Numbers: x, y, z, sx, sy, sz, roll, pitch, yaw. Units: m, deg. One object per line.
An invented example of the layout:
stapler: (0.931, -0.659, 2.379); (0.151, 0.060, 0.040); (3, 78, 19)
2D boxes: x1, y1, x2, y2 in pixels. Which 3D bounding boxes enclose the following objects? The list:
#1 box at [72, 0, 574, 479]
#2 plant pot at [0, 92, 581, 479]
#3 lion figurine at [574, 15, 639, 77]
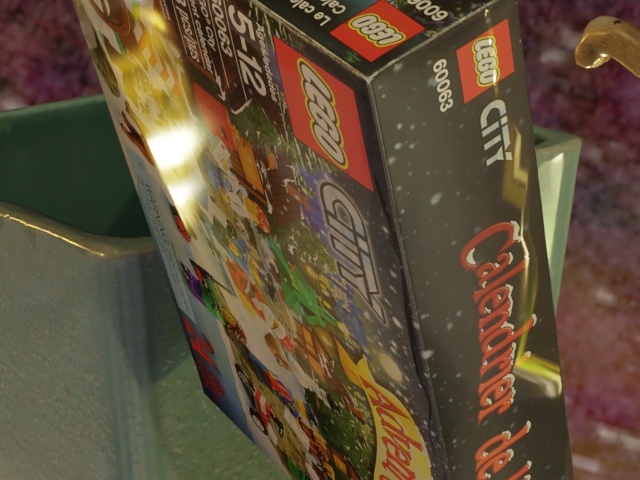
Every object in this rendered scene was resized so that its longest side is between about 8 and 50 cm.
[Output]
box: (0.000, 0.000, 0.488); (0.159, 0.044, 0.233); (40, 154, 41)
plant pot: (-0.049, 0.073, 0.789); (0.247, 0.252, 0.248); (-15, -158, -37)
lion figurine: (0.246, -0.142, 0.878); (0.240, 0.142, 0.392); (31, 171, 30)
